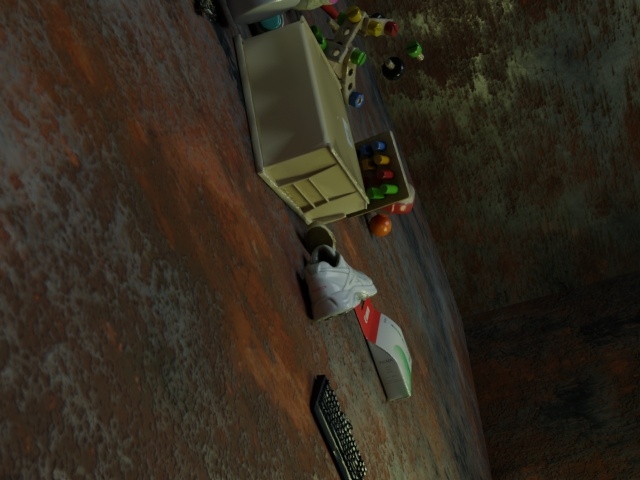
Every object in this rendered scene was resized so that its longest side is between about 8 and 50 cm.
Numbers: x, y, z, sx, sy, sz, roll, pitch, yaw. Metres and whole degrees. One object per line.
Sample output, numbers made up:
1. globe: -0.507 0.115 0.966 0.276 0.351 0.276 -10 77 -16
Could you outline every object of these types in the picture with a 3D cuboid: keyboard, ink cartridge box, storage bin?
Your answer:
1. keyboard: 0.031 0.284 1.077 0.108 0.023 0.180 -75 147 -67
2. ink cartridge box: 0.139 0.204 1.561 0.181 0.056 0.224 -63 136 -72
3. storage bin: -0.024 -0.193 1.245 0.260 0.123 0.262 47 28 -63

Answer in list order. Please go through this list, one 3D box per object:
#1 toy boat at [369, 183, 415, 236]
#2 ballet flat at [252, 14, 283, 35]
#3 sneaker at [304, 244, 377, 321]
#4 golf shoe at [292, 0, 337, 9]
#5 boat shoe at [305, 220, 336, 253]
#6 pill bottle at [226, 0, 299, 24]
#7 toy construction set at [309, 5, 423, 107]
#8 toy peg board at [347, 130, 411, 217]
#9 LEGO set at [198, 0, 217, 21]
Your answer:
1. toy boat: 0.168 -0.084 1.927 0.231 0.151 0.151 -47 150 -74
2. ballet flat: -0.126 -0.473 1.341 0.068 0.072 0.213 178 -106 -75
3. sneaker: 0.030 0.058 1.225 0.232 0.090 0.115 -18 87 -78
4. golf shoe: -0.046 -0.699 1.753 0.115 0.140 0.306 17 61 -61
5. boat shoe: 0.000 0.000 1.265 0.135 0.050 0.045 71 5 -58
6. pill bottle: -0.127 -0.486 1.125 0.152 0.152 0.271 -42 114 -76
7. toy construction set: 0.042 -0.507 1.787 0.237 0.257 0.308 22 30 -58
8. toy peg board: 0.098 -0.149 1.639 0.079 0.161 0.160 -6 79 -62
9. LEGO set: -0.170 -0.345 1.069 0.083 0.024 0.054 75 2 -83
